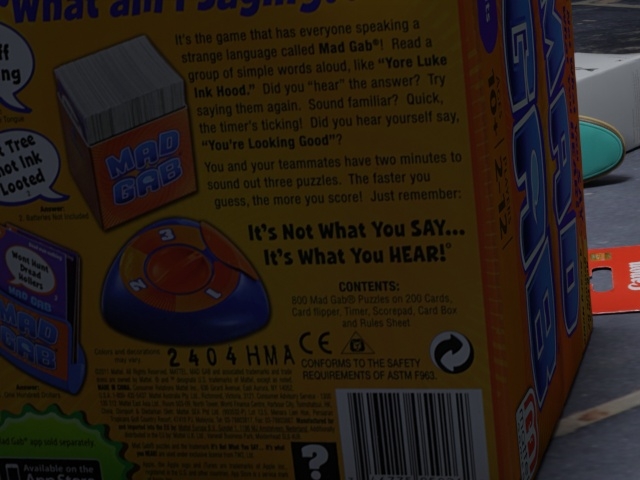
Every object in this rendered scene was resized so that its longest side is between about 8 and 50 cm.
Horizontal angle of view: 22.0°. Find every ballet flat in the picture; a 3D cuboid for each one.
[{"bbox_3d":[0.206,-0.091,1.755,0.232,0.080,0.073,-6,4,0],"label":"ballet flat"}]

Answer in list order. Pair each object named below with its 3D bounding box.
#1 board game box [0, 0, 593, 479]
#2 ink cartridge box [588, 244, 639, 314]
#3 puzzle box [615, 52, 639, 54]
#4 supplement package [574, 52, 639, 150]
[{"bbox_3d":[-0.019,-0.050,1.139,0.356,0.356,0.356,-1,16,18],"label":"board game box"},{"bbox_3d":[0.327,0.004,1.383,0.232,0.066,0.189,0,16,8],"label":"ink cartridge box"},{"bbox_3d":[0.454,-0.197,2.088,0.409,0.052,0.272,-3,16,14],"label":"puzzle box"},{"bbox_3d":[0.288,-0.147,1.866,0.105,0.105,0.179,7,21,41],"label":"supplement package"}]
